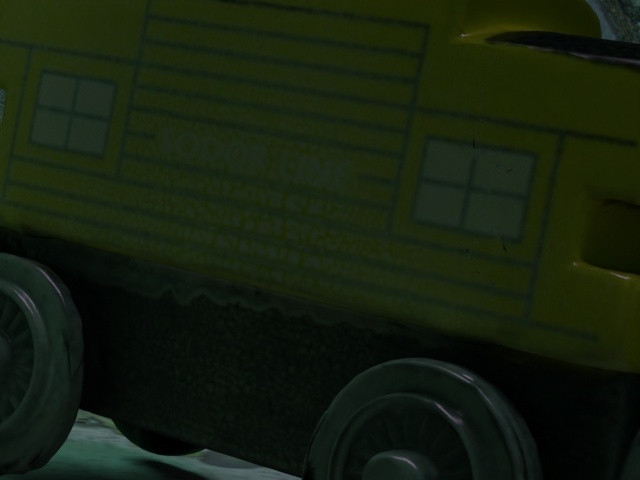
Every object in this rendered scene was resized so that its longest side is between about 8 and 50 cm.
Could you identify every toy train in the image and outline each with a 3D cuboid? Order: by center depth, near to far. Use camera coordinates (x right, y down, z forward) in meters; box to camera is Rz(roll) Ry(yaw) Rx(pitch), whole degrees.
[{"bbox_3d":[0.000,0.000,0.842,0.442,0.272,0.179,12,3,34],"label":"toy train"}]
